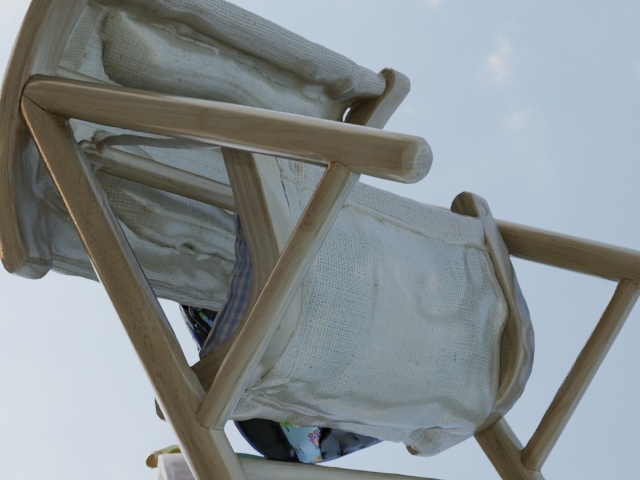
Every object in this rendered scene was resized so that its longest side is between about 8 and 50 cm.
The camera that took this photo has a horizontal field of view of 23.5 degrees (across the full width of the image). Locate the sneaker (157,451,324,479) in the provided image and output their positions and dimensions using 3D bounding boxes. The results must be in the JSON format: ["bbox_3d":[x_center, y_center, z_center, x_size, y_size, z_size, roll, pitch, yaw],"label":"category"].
[{"bbox_3d":[-0.014,0.200,0.856,0.302,0.121,0.108,-122,-151,-63],"label":"sneaker"}]

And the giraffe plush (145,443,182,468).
[{"bbox_3d":[-0.064,0.278,1.426,0.170,0.181,0.210,0,-105,22],"label":"giraffe plush"}]

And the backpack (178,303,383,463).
[{"bbox_3d":[-0.007,0.061,1.081,0.158,0.117,0.173,-21,-71,3],"label":"backpack"}]

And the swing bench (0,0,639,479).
[{"bbox_3d":[0.000,0.000,0.742,0.254,0.253,0.165,38,-76,40],"label":"swing bench"}]
